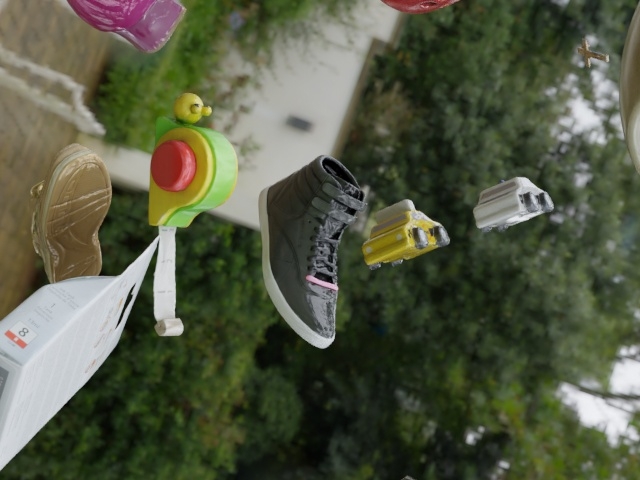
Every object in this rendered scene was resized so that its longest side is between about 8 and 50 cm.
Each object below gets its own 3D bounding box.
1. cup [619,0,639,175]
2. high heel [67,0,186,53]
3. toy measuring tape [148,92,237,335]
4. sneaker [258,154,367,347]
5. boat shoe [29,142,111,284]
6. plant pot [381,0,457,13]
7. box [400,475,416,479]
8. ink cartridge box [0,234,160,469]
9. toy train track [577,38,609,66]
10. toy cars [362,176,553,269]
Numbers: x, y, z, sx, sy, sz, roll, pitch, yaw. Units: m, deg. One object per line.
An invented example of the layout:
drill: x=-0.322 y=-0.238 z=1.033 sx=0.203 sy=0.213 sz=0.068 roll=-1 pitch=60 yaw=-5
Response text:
cup: x=0.446 y=-0.151 z=1.275 sx=0.237 sy=0.331 sz=0.331 roll=-43 pitch=166 yaw=-38
high heel: x=-0.178 y=-0.418 z=1.453 sx=0.181 sy=0.127 sz=0.377 roll=32 pitch=77 yaw=-63
toy measuring tape: x=-0.170 y=-0.034 z=1.631 sx=0.121 sy=0.121 sz=0.330 roll=176 pitch=-84 yaw=-85
sneaker: x=0.000 y=0.000 z=1.683 sx=0.147 sy=0.104 sz=0.296 roll=-40 pitch=-136 yaw=29
boat shoe: x=-0.212 y=-0.024 z=0.990 sx=0.063 sy=0.059 sz=0.170 roll=-25 pitch=152 yaw=-31
plant pot: x=0.154 y=-0.391 z=1.487 sx=0.174 sy=0.191 sz=0.191 roll=-11 pitch=-125 yaw=55
box: x=0.121 y=0.484 z=1.156 sx=0.395 sy=0.293 sz=0.212 roll=-55 pitch=-159 yaw=-14
ink cartridge box: x=-0.200 y=0.077 z=0.918 sx=0.179 sy=0.045 sz=0.145 roll=-54 pitch=174 yaw=-49
toy train track: x=0.451 y=-0.306 z=1.990 sx=0.083 sy=0.014 sz=0.048 roll=-140 pitch=-148 yaw=-62
toy cars: x=0.218 y=-0.042 z=1.948 sx=0.176 sy=0.393 sz=0.087 roll=-35 pitch=-106 yaw=65
